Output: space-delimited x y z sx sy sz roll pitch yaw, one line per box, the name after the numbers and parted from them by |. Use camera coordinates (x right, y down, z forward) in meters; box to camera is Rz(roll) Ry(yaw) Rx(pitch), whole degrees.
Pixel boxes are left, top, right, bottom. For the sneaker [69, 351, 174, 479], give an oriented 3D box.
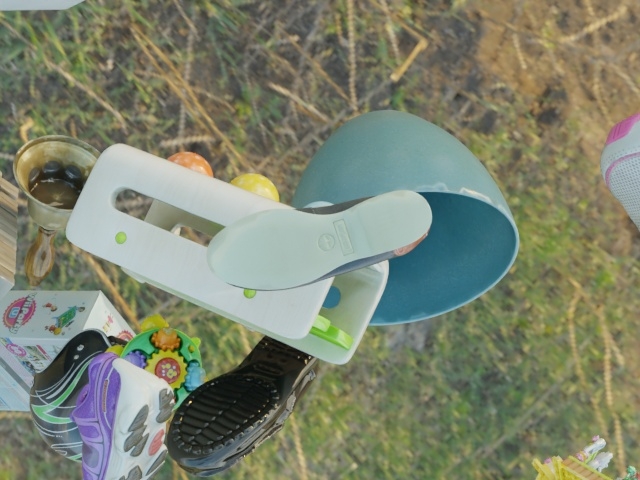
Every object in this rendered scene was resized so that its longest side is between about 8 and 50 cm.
-0.156 0.146 0.838 0.068 0.071 0.170 -31 150 -45 | sneaker

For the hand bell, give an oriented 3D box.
-0.367 -0.016 1.495 0.126 0.126 0.242 -9 148 -31 | hand bell

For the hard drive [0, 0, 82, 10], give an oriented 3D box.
-0.360 -0.326 1.313 0.353 0.233 0.047 -19 93 -57 | hard drive

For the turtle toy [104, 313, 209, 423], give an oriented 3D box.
-0.166 0.136 1.079 0.130 0.066 0.095 -39 98 -20 | turtle toy

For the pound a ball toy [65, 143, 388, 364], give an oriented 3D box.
-0.089 0.004 1.090 0.136 0.319 0.208 -65 154 -7 | pound a ball toy

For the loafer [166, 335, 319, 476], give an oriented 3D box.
-0.062 0.163 1.055 0.220 0.080 0.078 -36 137 -49 | loafer

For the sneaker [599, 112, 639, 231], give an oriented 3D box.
0.256 0.030 0.664 0.111 0.252 0.103 -48 -173 -33 | sneaker

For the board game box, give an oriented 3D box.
-0.444 0.182 1.801 0.224 0.303 0.097 62 36 -45 | board game box

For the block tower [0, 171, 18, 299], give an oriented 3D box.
-0.446 -0.003 1.406 0.091 0.335 0.097 38 103 -27 | block tower

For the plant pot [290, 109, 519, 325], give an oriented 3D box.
0.088 -0.050 1.415 0.290 0.195 0.290 -6 146 -4 | plant pot

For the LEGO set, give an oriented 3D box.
0.351 0.307 1.398 0.107 0.132 0.287 -24 168 -23 | LEGO set

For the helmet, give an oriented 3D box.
-0.290 0.208 1.434 0.161 0.169 0.169 -45 136 4 | helmet

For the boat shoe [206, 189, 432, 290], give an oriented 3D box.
0.000 0.000 0.671 0.137 0.043 0.049 -14 87 -2 | boat shoe
